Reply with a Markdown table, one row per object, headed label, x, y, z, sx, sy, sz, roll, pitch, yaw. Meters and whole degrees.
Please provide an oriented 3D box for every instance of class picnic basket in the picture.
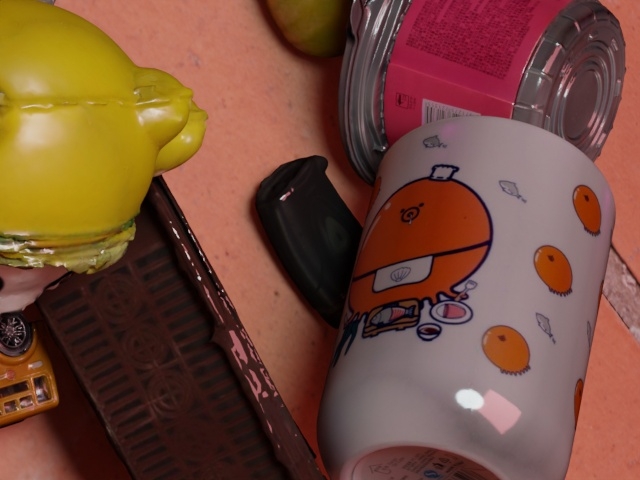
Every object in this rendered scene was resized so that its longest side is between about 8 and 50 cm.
| label | x | y | z | sx | sy | sz | roll | pitch | yaw |
| --- | --- | --- | --- | --- | --- | --- | --- | --- | --- |
| picnic basket | -0.117 | 0.089 | 1.455 | 0.129 | 0.222 | 0.297 | -28 | 103 | -2 |

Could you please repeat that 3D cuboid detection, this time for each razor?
| label | x | y | z | sx | sy | sz | roll | pitch | yaw |
| --- | --- | --- | --- | --- | --- | --- | --- | --- | --- |
| razor | 0.000 | 0.000 | 1.676 | 0.148 | 0.054 | 0.090 | 56 | 45 | -20 |

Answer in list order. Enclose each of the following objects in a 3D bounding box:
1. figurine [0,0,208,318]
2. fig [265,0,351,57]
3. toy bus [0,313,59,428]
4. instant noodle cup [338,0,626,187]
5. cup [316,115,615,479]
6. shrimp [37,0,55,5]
| label | x | y | z | sx | sy | sz | roll | pitch | yaw |
| --- | --- | --- | --- | --- | --- | --- | --- | --- | --- |
| figurine | -0.253 | -0.054 | 1.250 | 0.323 | 0.340 | 0.231 | -6 | 83 | -46 |
| fig | 0.009 | -0.241 | 1.709 | 0.136 | 0.120 | 0.153 | -48 | 136 | -45 |
| toy bus | -0.286 | 0.111 | 1.355 | 0.194 | 0.083 | 0.088 | -15 | 88 | -45 |
| instant noodle cup | 0.160 | -0.144 | 1.705 | 0.302 | 0.181 | 0.258 | 23 | 88 | -60 |
| cup | 0.120 | 0.082 | 1.559 | 0.212 | 0.212 | 0.317 | 42 | 44 | -28 |
| shrimp | -0.272 | -0.232 | 1.487 | 0.190 | 0.042 | 0.101 | 6 | 83 | -44 |
